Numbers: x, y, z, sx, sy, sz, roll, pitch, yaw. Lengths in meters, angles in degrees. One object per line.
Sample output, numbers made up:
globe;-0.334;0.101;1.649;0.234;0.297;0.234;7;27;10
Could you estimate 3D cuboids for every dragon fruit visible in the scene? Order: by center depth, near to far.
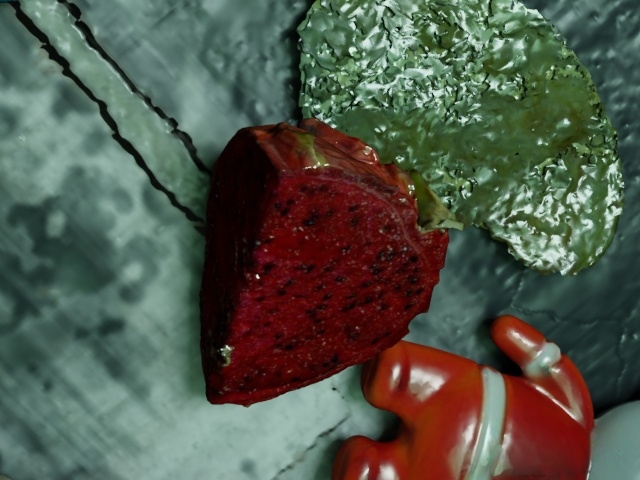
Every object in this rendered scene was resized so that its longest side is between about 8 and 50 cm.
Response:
dragon fruit;0.000;0.000;0.523;0.106;0.083;0.162;-3;133;-21

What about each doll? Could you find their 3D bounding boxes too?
doll;0.132;0.121;0.586;0.245;0.076;0.142;14;94;-11

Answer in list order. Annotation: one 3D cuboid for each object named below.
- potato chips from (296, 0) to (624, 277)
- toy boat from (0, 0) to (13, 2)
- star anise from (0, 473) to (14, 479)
potato chips;0.063;-0.058;0.546;0.142;0.026;0.209;-33;110;2
toy boat;-0.217;-0.174;0.418;0.299;0.092;0.134;13;100;-15
star anise;-0.236;0.048;0.479;0.231;0.089;0.209;14;111;-3
